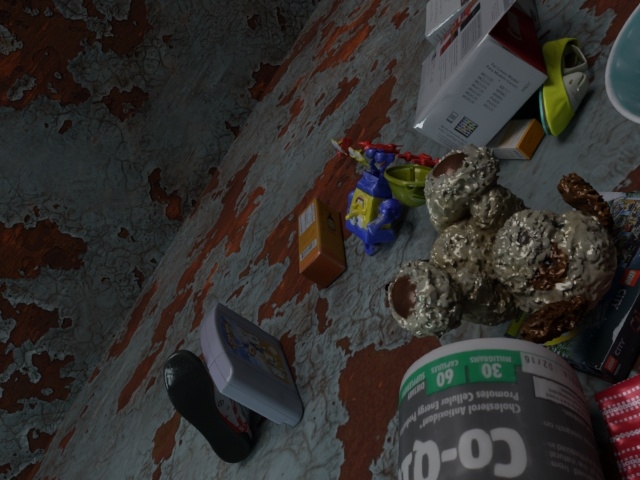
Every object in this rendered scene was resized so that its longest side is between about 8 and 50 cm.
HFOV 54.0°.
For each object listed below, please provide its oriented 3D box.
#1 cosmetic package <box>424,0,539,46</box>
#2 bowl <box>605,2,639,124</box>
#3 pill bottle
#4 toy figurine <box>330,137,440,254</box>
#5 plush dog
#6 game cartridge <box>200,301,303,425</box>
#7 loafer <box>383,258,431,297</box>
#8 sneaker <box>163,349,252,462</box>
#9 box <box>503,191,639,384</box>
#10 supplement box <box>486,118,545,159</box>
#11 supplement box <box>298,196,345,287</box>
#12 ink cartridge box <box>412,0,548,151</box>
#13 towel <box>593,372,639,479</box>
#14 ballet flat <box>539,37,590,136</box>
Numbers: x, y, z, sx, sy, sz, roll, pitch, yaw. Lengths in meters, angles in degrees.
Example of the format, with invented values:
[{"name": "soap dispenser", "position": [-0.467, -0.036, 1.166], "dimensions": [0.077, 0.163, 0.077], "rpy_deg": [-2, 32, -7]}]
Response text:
[{"name": "cosmetic package", "position": [0.341, -0.480, 1.341], "dimensions": [0.183, 0.151, 0.151], "rpy_deg": [-35, 32, 37]}, {"name": "bowl", "position": [0.498, -0.203, 0.680], "dimensions": [0.311, 0.163, 0.312], "rpy_deg": [-42, 26, 27]}, {"name": "pill bottle", "position": [0.174, 0.290, 0.590], "dimensions": [0.204, 0.204, 0.361], "rpy_deg": [-38, 29, 34]}, {"name": "toy figurine", "position": [0.143, -0.065, 1.256], "dimensions": [0.362, 0.191, 0.217], "rpy_deg": [-140, 55, -59]}, {"name": "plush dog", "position": [0.240, 0.030, 0.768], "dimensions": [0.225, 0.210, 0.263], "rpy_deg": [3, 61, 43]}, {"name": "game cartridge", "position": [-0.148, 0.235, 1.262], "dimensions": [0.062, 0.198, 0.297], "rpy_deg": [-47, 25, 6]}, {"name": "loafer", "position": [0.187, 0.066, 1.008], "dimensions": [0.220, 0.078, 0.080], "rpy_deg": [-34, 31, 39]}, {"name": "sneaker", "position": [-0.221, 0.301, 1.248], "dimensions": [0.090, 0.270, 0.145], "rpy_deg": [-27, 21, 5]}, {"name": "box", "position": [0.347, 0.047, 0.780], "dimensions": [0.233, 0.044, 0.159], "rpy_deg": [-59, 24, -8]}, {"name": "supplement box", "position": [0.336, -0.176, 1.097], "dimensions": [0.062, 0.036, 0.098], "rpy_deg": [-58, 24, -6]}, {"name": "supplement box", "position": [0.000, 0.000, 1.443], "dimensions": [0.080, 0.078, 0.233], "rpy_deg": [-46, 25, 27]}, {"name": "ink cartridge box", "position": [0.306, -0.336, 1.141], "dimensions": [0.272, 0.130, 0.309], "rpy_deg": [-51, 13, 36]}, {"name": "towel", "position": [0.365, 0.210, 0.556], "dimensions": [0.199, 0.031, 0.275], "rpy_deg": [-39, 28, 30]}, {"name": "ballet flat", "position": [0.408, -0.268, 1.050], "dimensions": [0.077, 0.077, 0.231], "rpy_deg": [-15, 41, 32]}]
